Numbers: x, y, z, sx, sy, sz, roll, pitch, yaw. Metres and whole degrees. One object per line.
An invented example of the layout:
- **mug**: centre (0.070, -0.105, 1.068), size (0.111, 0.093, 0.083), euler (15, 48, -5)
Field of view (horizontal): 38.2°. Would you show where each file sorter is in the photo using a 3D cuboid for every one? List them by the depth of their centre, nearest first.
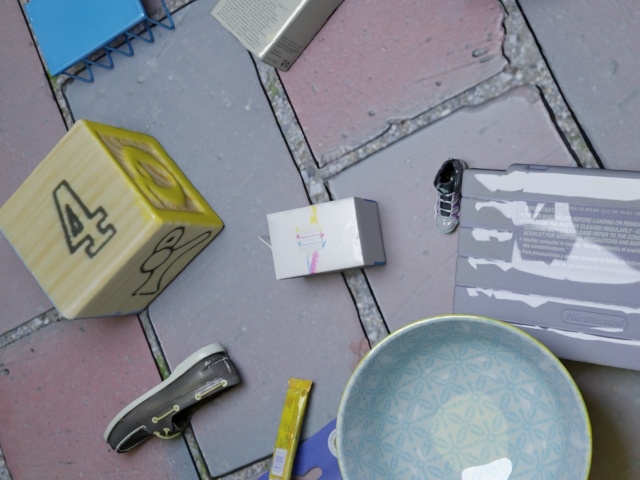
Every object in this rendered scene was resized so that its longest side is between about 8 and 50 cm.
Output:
- **file sorter**: centre (-0.318, -0.324, 1.350), size (0.170, 0.104, 0.118), euler (-27, 80, 19)

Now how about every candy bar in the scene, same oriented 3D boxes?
- **candy bar**: centre (-0.043, 0.267, 1.256), size (0.040, 0.018, 0.161), euler (5, 79, 37)

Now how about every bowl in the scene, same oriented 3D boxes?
- **bowl**: centre (0.178, 0.232, 1.109), size (0.290, 0.156, 0.289), euler (-2, 85, 17)

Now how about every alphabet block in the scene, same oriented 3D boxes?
- **alphabet block**: centre (-0.291, -0.025, 1.287), size (0.197, 0.192, 0.193), euler (-44, 76, 14)

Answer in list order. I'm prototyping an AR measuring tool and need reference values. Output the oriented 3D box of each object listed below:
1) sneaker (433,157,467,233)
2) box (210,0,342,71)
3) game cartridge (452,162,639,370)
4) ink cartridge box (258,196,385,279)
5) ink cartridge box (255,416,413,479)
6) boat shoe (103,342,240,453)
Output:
- **sneaker**: centre (0.158, -0.059, 1.175), size (0.038, 0.069, 0.098), euler (7, 91, 22)
- **box**: centre (-0.014, -0.370, 1.238), size (0.113, 0.094, 0.275), euler (46, 104, 16)
- **game cartridge**: centre (0.333, 0.031, 1.086), size (0.355, 0.068, 0.230), euler (7, 92, 29)
- **ink cartridge box**: centre (0.000, 0.000, 1.224), size (0.143, 0.092, 0.089), euler (-11, 85, 22)
- **ink cartridge box**: centre (0.029, 0.432, 1.215), size (0.324, 0.071, 0.330), euler (-41, 76, 16)
- **boat shoe**: centre (-0.212, 0.238, 1.305), size (0.228, 0.081, 0.068), euler (-40, 71, 13)
